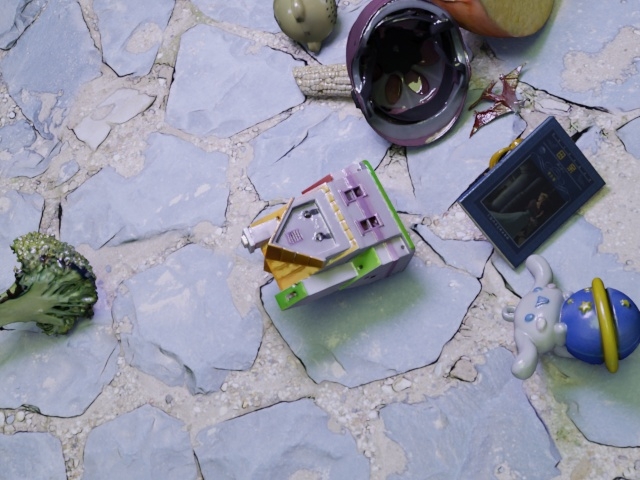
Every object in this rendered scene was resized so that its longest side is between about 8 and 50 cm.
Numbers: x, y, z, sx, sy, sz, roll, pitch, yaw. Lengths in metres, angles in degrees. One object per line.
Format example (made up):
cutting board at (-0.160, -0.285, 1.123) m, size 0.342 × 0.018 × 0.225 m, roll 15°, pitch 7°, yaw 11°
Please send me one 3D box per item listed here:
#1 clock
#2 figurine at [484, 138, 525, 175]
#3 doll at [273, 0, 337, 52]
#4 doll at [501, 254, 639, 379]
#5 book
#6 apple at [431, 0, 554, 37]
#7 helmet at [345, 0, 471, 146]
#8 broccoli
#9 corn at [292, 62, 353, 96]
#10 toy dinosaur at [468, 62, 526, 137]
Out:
clock at (0.000, 0.000, 1.780) m, size 0.309 × 0.166 × 0.235 m, roll -21°, pitch 72°, yaw -16°
figurine at (0.434, -0.167, 1.803) m, size 0.176 × 0.122 × 0.121 m, roll -21°, pitch 42°, yaw 3°
doll at (-0.037, -0.612, 2.132) m, size 0.161 × 0.177 × 0.261 m, roll -7°, pitch 59°, yaw 14°
doll at (0.485, 0.146, 1.646) m, size 0.242 × 0.159 × 0.311 m, roll -22°, pitch 37°, yaw 20°
book at (0.437, -0.099, 1.760) m, size 0.269 × 0.025 × 0.191 m, roll -42°, pitch 102°, yaw -4°
apple at (0.381, -0.597, 1.939) m, size 0.252 × 0.309 × 0.314 m, roll -46°, pitch 54°, yaw 21°
helmet at (0.183, -0.401, 1.923) m, size 0.271 × 0.338 × 0.197 m, roll -20°, pitch 33°, yaw -2°
broccoli at (-0.648, 0.091, 1.967) m, size 0.273 × 0.242 × 0.180 m, roll -18°, pitch 40°, yaw 1°
corn at (0.022, -0.385, 2.056) m, size 0.211 × 0.087 × 0.087 m, roll 1°, pitch 66°, yaw 19°
toy dinosaur at (0.407, -0.317, 1.937) m, size 0.108 × 0.032 × 0.220 m, roll 33°, pitch 81°, yaw 24°
